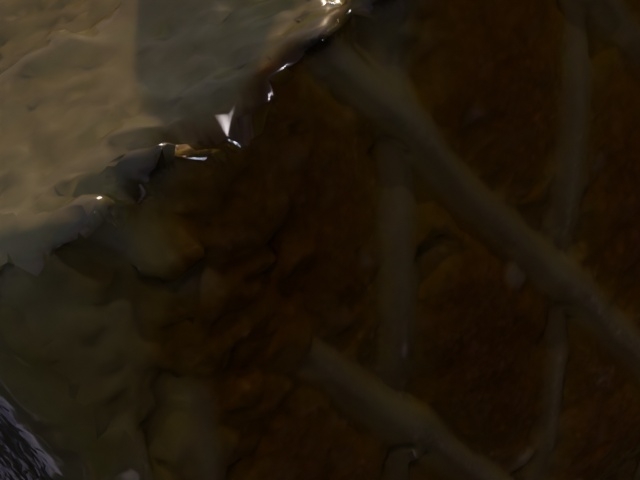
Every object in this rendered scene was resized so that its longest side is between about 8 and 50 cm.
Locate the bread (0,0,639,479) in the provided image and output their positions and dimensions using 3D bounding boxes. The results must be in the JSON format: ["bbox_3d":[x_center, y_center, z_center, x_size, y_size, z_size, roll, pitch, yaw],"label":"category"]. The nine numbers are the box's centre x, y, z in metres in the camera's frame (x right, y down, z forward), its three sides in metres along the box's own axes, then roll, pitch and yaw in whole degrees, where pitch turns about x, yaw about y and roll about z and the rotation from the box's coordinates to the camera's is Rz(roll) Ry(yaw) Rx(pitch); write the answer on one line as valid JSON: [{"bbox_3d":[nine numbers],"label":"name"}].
[{"bbox_3d":[0.000,0.000,0.721,0.371,0.279,0.390,-41,-43,-19],"label":"bread"}]
